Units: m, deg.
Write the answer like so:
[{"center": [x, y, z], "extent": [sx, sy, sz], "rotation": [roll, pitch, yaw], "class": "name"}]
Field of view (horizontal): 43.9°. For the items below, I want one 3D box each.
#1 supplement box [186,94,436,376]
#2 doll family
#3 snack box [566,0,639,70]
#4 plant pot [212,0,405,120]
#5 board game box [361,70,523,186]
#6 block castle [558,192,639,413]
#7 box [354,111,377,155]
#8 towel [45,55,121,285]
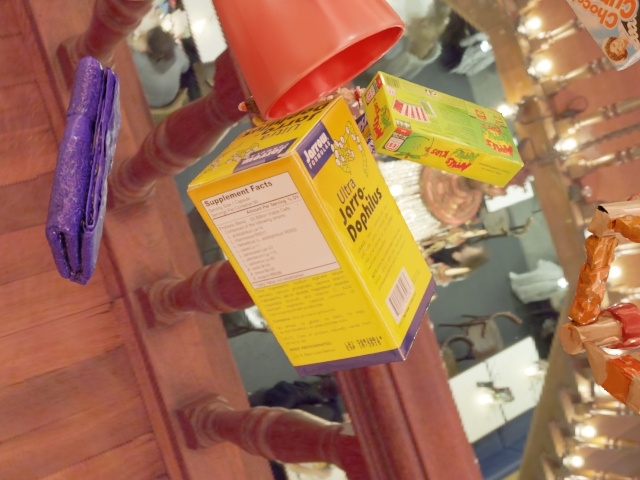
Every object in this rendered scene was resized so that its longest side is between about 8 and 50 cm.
[{"center": [0.000, 0.000, 1.195], "extent": [0.356, 0.194, 0.195], "rotation": [61, 35, -21], "class": "supplement box"}, {"center": [-0.028, -0.224, 1.504], "extent": [0.263, 0.163, 0.118], "rotation": [-3, 100, 12], "class": "doll family"}, {"center": [0.530, -0.499, 1.461], "extent": [0.060, 0.187, 0.322], "rotation": [-25, 77, -29], "class": "snack box"}, {"center": [-0.039, -0.362, 1.250], "extent": [0.275, 0.275, 0.243], "rotation": [-31, 90, -29], "class": "plant pot"}, {"center": [0.141, -0.127, 0.921], "extent": [0.181, 0.043, 0.092], "rotation": [12, 47, -26], "class": "board game box"}, {"center": [0.610, 0.128, 1.203], "extent": [0.212, 0.453, 0.303], "rotation": [-7, 114, -31], "class": "block castle"}, {"center": [0.108, -0.205, 1.419], "extent": [0.059, 0.169, 0.054], "rotation": [4, 70, -29], "class": "box"}, {"center": [-0.366, -0.106, 1.270], "extent": [0.076, 0.228, 0.308], "rotation": [6, 66, -7], "class": "towel"}]
